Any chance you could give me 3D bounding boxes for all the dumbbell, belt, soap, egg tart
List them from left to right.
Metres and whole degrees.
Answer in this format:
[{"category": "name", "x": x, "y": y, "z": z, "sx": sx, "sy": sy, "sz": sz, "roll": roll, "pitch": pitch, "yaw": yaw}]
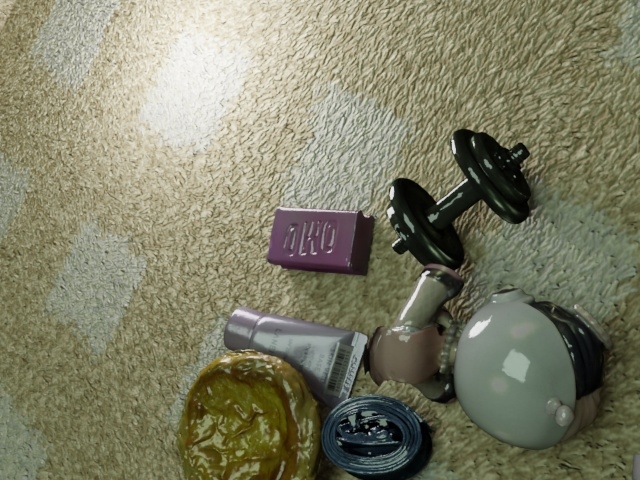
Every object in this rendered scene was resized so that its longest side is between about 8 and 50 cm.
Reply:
[{"category": "egg tart", "x": -0.121, "y": 0.364, "z": 1.823, "sx": 0.341, "sy": 0.129, "sz": 0.341, "roll": -1, "pitch": 88, "yaw": 29}, {"category": "soap", "x": 0.000, "y": 0.000, "z": 1.887, "sx": 0.203, "sy": 0.065, "sz": 0.122, "roll": 3, "pitch": 80, "yaw": 35}, {"category": "belt", "x": 0.100, "y": 0.345, "z": 1.699, "sx": 0.190, "sy": 0.082, "sz": 0.141, "roll": 1, "pitch": 65, "yaw": 25}, {"category": "dumbbell", "x": 0.235, "y": -0.070, "z": 1.664, "sx": 0.290, "sy": 0.192, "sz": 0.192, "roll": -39, "pitch": 59, "yaw": 23}]

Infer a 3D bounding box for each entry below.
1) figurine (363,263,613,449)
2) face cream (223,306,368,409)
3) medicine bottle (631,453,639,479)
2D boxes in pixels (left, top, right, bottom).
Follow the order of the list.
[{"category": "figurine", "x": 0.273, "y": 0.206, "z": 1.556, "sx": 0.361, "sy": 0.211, "sz": 0.253, "roll": 12, "pitch": 129, "yaw": 34}, {"category": "face cream", "x": -0.051, "y": 0.211, "z": 1.864, "sx": 0.273, "sy": 0.096, "sz": 0.154, "roll": 18, "pitch": 87, "yaw": 24}, {"category": "medicine bottle", "x": 0.481, "y": 0.445, "z": 1.418, "sx": 0.095, "sy": 0.095, "sz": 0.260, "roll": 3, "pitch": 78, "yaw": 35}]
